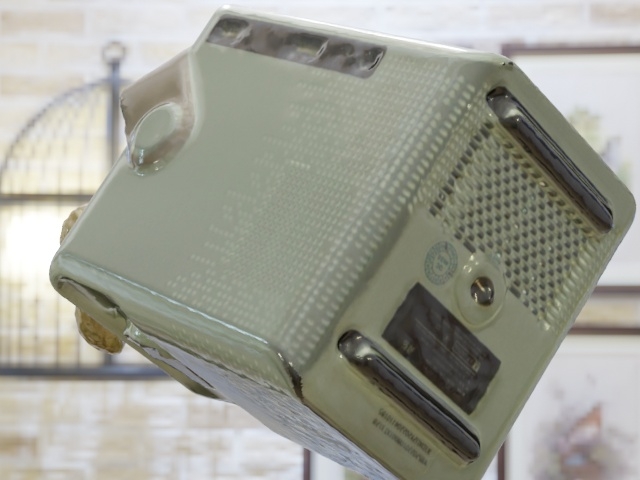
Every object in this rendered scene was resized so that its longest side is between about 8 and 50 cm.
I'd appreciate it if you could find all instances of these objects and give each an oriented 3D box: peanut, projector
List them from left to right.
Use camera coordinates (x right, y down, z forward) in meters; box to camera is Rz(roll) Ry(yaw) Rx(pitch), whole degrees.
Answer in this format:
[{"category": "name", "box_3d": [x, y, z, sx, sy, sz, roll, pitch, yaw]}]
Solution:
[{"category": "peanut", "box_3d": [-0.159, 0.029, 1.224, 0.053, 0.113, 0.054, -9, 11, 2]}, {"category": "projector", "box_3d": [0.000, 0.000, 0.814, 0.242, 0.177, 0.163, 21, -17, 48]}]
